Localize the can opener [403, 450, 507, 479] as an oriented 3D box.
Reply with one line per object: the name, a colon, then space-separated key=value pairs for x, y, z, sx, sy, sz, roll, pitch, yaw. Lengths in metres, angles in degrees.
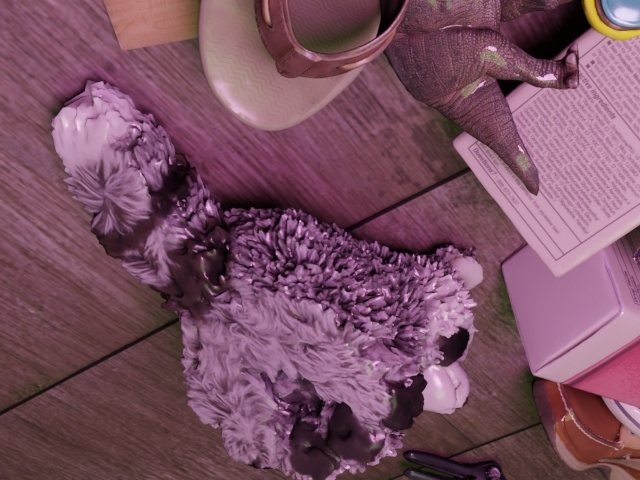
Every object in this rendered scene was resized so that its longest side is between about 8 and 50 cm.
can opener: x=0.197 y=0.345 z=1.311 sx=0.186 sy=0.059 sz=0.073 roll=19 pitch=133 yaw=-29

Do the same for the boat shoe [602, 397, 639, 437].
boat shoe: x=0.578 y=0.199 z=1.077 sx=0.499 sy=0.187 sz=0.156 roll=15 pitch=126 yaw=1

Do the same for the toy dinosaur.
toy dinosaur: x=0.092 y=-0.169 z=0.640 sx=0.160 sy=0.121 sz=0.314 roll=-2 pitch=138 yaw=32

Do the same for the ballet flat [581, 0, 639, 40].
ballet flat: x=0.200 y=-0.249 z=0.593 sx=0.077 sy=0.077 sz=0.231 roll=2 pitch=103 yaw=5

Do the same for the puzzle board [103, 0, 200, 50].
puzzle board: x=-0.099 y=-0.193 z=0.675 sx=0.128 sy=0.011 sz=0.096 roll=-10 pitch=138 yaw=1

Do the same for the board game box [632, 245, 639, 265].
board game box: x=0.371 y=-0.046 z=0.821 sx=0.170 sy=0.048 sz=0.141 roll=-32 pitch=158 yaw=-42

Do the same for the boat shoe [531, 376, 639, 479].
boat shoe: x=0.381 y=0.232 z=1.171 sx=0.119 sy=0.123 sz=0.324 roll=-30 pitch=144 yaw=25

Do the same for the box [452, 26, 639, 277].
box: x=0.272 y=-0.122 z=0.690 sx=0.311 sy=0.148 sz=0.121 roll=-38 pitch=176 yaw=31

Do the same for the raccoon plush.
raccoon plush: x=0.000 y=0.000 z=0.846 sx=0.216 sy=0.299 sz=0.447 roll=-16 pitch=109 yaw=32

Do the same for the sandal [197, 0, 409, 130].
sandal: x=0.008 y=-0.156 z=0.523 sx=0.120 sy=0.086 sz=0.302 roll=33 pitch=142 yaw=-15

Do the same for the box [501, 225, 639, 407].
box: x=0.328 y=0.078 z=0.954 sx=0.232 sy=0.149 sz=0.127 roll=19 pitch=133 yaw=-28
